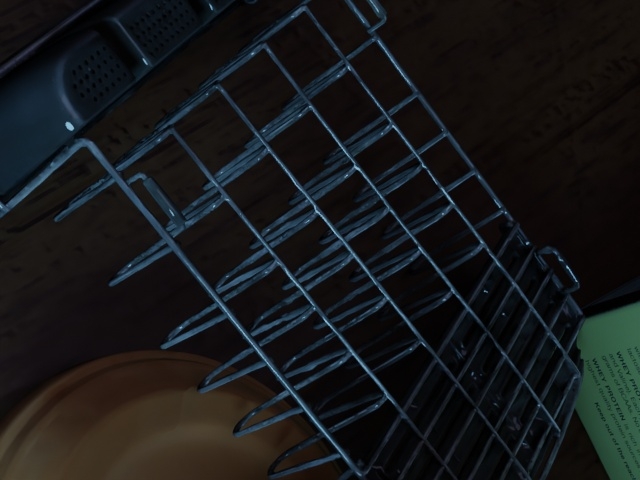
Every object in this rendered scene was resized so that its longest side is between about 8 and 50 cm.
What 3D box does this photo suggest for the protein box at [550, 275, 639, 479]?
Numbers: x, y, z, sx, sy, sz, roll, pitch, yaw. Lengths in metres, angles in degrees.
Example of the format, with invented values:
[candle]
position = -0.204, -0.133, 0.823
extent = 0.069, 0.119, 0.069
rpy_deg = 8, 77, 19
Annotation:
[protein box]
position = 0.244, 0.085, 0.629
extent = 0.136, 0.201, 0.200
rpy_deg = -25, 88, -29

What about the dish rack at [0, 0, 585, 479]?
[dish rack]
position = 0.000, 0.000, 0.580
extent = 0.271, 0.074, 0.208
rpy_deg = 51, 42, -10

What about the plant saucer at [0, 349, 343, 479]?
[plant saucer]
position = -0.048, 0.136, 0.539
extent = 0.200, 0.037, 0.200
rpy_deg = 17, 62, -35
